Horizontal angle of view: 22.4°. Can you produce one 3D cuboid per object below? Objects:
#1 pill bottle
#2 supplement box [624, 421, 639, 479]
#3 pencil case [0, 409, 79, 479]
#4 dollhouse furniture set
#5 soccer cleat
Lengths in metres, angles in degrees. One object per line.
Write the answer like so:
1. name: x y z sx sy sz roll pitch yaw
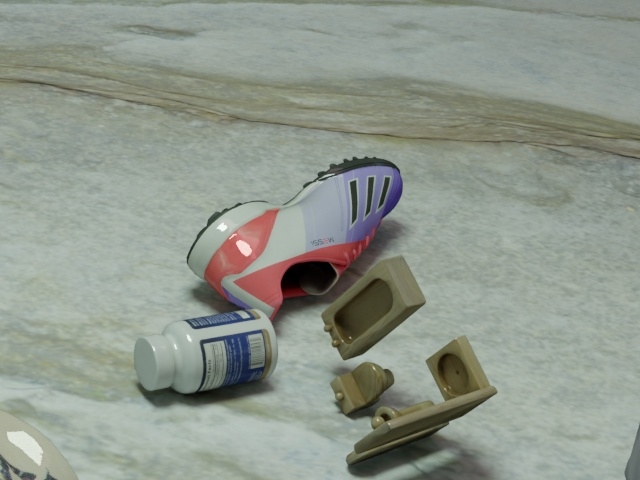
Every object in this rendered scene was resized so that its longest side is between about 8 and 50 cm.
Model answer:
1. pill bottle: -0.105 0.102 1.463 0.120 0.067 0.067 -8 31 -31
2. supplement box: 0.309 0.115 0.924 0.240 0.130 0.073 8 26 -3
3. pencil case: -0.310 0.241 0.990 0.184 0.159 0.410 3 17 26
4. dollhouse furniture set: 0.038 0.109 1.410 0.123 0.144 0.151 -15 71 -38
5. soccer cleat: 0.000 0.000 1.685 0.116 0.108 0.318 44 37 19
